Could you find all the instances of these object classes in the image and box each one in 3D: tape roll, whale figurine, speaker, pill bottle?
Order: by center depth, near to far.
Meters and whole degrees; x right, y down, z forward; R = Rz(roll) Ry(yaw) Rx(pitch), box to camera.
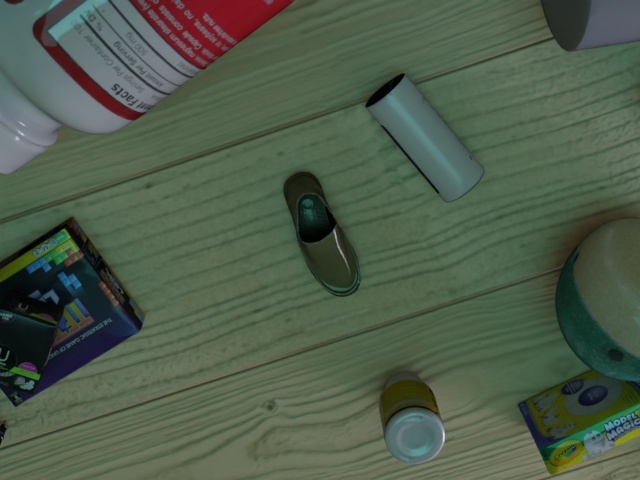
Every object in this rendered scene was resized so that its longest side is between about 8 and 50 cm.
[{"bbox_3d":[-0.177,-0.245,0.950,0.407,0.229,0.229,-35,106,9],"label":"pill bottle"},{"bbox_3d":[0.248,-0.285,0.956,0.072,0.219,0.219,-9,108,1],"label":"tape roll"},{"bbox_3d":[0.108,-0.107,1.095,0.055,0.055,0.136,-39,105,10],"label":"speaker"},{"bbox_3d":[0.368,0.098,1.109,0.272,0.216,0.141,31,133,-6],"label":"whale figurine"},{"bbox_3d":[0.097,0.189,1.158,0.065,0.116,0.065,-1,108,-2],"label":"pill bottle"}]

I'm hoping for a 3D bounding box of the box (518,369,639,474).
[{"bbox_3d":[0.317,0.183,1.170,0.179,0.105,0.043,-25,109,5],"label":"box"}]

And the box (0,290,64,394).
[{"bbox_3d":[-0.311,0.106,1.101,0.062,0.052,0.083,20,106,-10],"label":"box"}]

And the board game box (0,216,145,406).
[{"bbox_3d":[-0.300,0.079,1.145,0.170,0.048,0.141,-32,105,8],"label":"board game box"}]

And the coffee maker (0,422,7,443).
[{"bbox_3d":[-0.470,0.203,1.142,0.178,0.120,0.171,-28,107,8],"label":"coffee maker"}]

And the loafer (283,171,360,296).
[{"bbox_3d":[0.000,0.000,1.128,0.056,0.050,0.148,-26,107,6],"label":"loafer"}]
